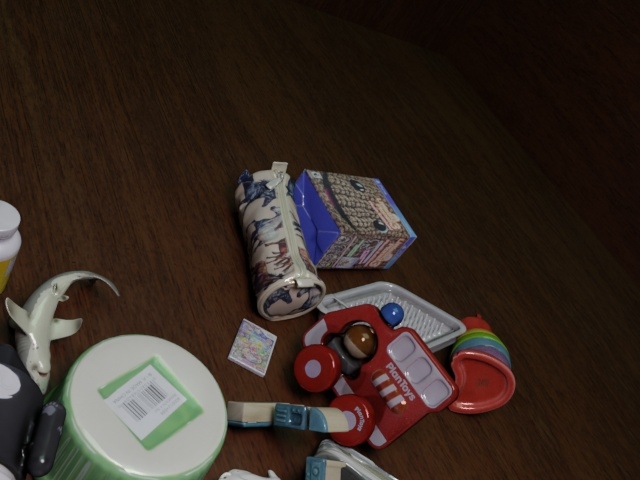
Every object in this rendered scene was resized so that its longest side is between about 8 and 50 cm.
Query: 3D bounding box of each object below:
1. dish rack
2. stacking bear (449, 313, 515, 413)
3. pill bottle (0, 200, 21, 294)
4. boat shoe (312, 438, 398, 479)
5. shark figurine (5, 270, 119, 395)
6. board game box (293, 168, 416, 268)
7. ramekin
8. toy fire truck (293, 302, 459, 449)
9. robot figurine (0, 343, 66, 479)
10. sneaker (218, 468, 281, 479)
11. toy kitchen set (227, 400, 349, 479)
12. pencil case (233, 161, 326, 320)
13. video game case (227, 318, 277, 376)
[{"bbox_3d":[0.169,0.209,1.635,0.285,0.072,0.332,29,25,35],"label":"dish rack"},{"bbox_3d":[0.404,0.297,1.735,0.164,0.176,0.289,6,22,4],"label":"stacking bear"},{"bbox_3d":[-0.580,0.019,1.148,0.103,0.184,0.103,24,35,-18],"label":"pill bottle"},{"bbox_3d":[0.121,0.497,1.270,0.320,0.118,0.103,33,15,6],"label":"boat shoe"},{"bbox_3d":[-0.494,0.119,1.191,0.166,0.116,0.278,59,32,-30],"label":"shark figurine"},{"bbox_3d":[0.076,-0.053,1.820,0.291,0.141,0.232,2,48,-43],"label":"board game box"},{"bbox_3d":[-0.301,0.301,1.089,0.303,0.148,0.303,24,35,-18],"label":"ramekin"},{"bbox_3d":[0.108,0.264,1.374,0.302,0.254,0.169,55,14,25],"label":"toy fire truck"},{"bbox_3d":[-0.489,0.282,0.928,0.173,0.209,0.278,36,29,-32],"label":"robot figurine"},{"bbox_3d":[-0.152,0.445,1.093,0.297,0.111,0.129,22,20,-50],"label":"sneaker"},{"bbox_3d":[-0.066,0.384,1.214,0.122,0.207,0.166,15,74,-44],"label":"toy kitchen set"},{"bbox_3d":[-0.103,0.001,1.604,0.159,0.184,0.410,0,46,-19],"label":"pencil case"},{"bbox_3d":[-0.146,0.231,1.441,0.087,0.011,0.122,30,34,-9],"label":"video game case"}]
